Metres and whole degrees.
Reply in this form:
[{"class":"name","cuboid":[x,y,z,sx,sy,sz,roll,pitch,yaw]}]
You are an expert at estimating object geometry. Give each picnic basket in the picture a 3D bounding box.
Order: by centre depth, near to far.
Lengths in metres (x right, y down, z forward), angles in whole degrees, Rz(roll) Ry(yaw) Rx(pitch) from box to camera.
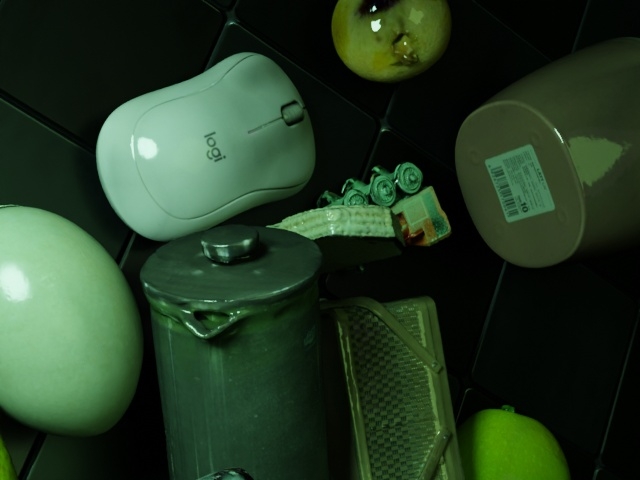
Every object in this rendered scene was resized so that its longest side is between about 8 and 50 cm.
[{"class":"picnic basket","cuboid":[0.051,0.196,1.628,0.139,0.165,0.266,-6,83,-33]}]

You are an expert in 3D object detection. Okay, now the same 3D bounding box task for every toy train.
[{"class":"toy train","cuboid":[0.075,-0.027,1.747,0.176,0.074,0.118,-30,101,-37]}]

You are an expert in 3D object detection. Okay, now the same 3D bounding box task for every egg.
[{"class":"egg","cuboid":[-0.278,0.083,1.412,0.186,0.186,0.253,-30,95,-35]}]

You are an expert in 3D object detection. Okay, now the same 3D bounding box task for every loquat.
[{"class":"loquat","cuboid":[0.088,-0.268,1.755,0.137,0.163,0.163,44,59,-30]}]

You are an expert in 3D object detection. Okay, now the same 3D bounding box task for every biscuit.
[{"class":"biscuit","cuboid":[0.000,0.000,1.579,0.150,0.252,0.052,1,80,-33]}]

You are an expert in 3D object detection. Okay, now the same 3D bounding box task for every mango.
[{"class":"mango","cuboid":[0.190,0.364,1.697,0.192,0.156,0.343,38,65,-14]}]

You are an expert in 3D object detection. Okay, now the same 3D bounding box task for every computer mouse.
[{"class":"computer mouse","cuboid":[-0.115,-0.114,1.606,0.297,0.121,0.184,-21,92,-34]}]

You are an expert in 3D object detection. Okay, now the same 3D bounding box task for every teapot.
[{"class":"teapot","cuboid":[-0.072,0.135,1.473,0.270,0.200,0.337,-55,145,-60]}]

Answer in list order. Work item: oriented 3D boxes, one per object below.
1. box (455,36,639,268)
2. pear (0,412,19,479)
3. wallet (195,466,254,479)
[{"class":"box","cuboid":[0.327,-0.101,1.811,0.216,0.301,0.301,-21,93,-27]},{"class":"pear","cuboid":[-0.360,0.255,1.291,0.238,0.164,0.255,29,59,10]},{"class":"wallet","cuboid":[-0.184,0.347,1.390,0.318,0.045,0.172,-24,106,6]}]
